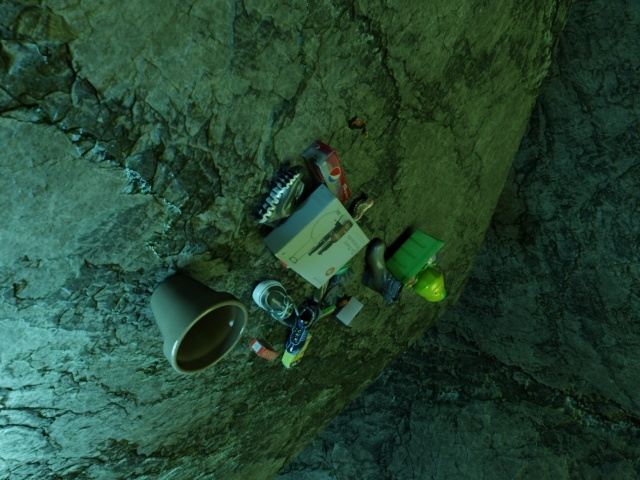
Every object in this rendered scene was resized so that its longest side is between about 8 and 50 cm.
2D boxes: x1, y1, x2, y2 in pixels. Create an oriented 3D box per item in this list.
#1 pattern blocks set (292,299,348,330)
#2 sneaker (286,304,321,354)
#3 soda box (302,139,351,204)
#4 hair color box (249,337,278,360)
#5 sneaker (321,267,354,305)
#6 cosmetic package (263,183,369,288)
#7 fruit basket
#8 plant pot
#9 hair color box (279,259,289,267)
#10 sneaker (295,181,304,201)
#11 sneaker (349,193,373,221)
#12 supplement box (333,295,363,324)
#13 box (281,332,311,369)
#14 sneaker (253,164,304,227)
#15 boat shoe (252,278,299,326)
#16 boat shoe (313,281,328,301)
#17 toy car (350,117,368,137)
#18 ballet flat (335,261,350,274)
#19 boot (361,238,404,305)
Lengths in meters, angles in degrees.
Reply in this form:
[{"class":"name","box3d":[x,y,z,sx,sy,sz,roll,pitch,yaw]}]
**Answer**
[{"class":"pattern blocks set","box3d":[-0.005,0.346,2.061,0.285,0.026,0.325,-27,169,-14]},{"class":"sneaker","box3d":[-0.084,0.366,1.842,0.232,0.081,0.090,-61,153,0]},{"class":"soda box","box3d":[0.028,-0.228,1.588,0.083,0.092,0.263,-46,149,-11]},{"class":"hair color box","box3d":[-0.247,0.476,1.948,0.043,0.072,0.141,-49,150,-7]},{"class":"sneaker","box3d":[0.076,0.217,2.101,0.080,0.081,0.211,43,79,-21]},{"class":"cosmetic package","box3d":[0.000,0.000,1.645,0.284,0.097,0.377,-42,147,3]},{"class":"fruit basket","box3d":[0.557,0.182,2.454,0.392,0.392,0.283,-44,167,-15]},{"class":"plant pot","box3d":[-0.386,0.226,1.343,0.263,0.229,0.263,-34,144,-30]},{"class":"hair color box","box3d":[-0.085,0.022,1.728,0.093,0.053,0.167,-4,123,-51]},{"class":"sneaker","box3d":[-0.096,-0.145,1.542,0.059,0.053,0.144,-2,123,-56]},{"class":"sneaker","box3d":[0.154,-0.140,1.908,0.158,0.061,0.065,-47,122,-13]},{"class":"supplement box","box3d":[0.135,0.350,2.249,0.130,0.073,0.239,-50,177,-8]},{"class":"box","box3d":[-0.118,0.523,2.154,0.087,0.058,0.232,-19,144,-40]},{"class":"sneaker","box3d":[-0.114,-0.139,1.474,0.106,0.078,0.234,32,98,-36]},{"class":"boat shoe","box3d":[-0.155,0.258,1.804,0.121,0.119,0.335,-49,150,-7]},{"class":"boat shoe","box3d":[0.005,0.223,2.065,0.043,0.049,0.137,-16,129,-49]},{"class":"toy car","box3d":[0.140,-0.412,1.631,0.122,0.060,0.041,42,41,-76]},{"class":"ballet flat","box3d":[0.035,0.131,1.982,0.247,0.083,0.087,-6,140,-49]},{"class":"boot","box3d":[0.340,0.165,2.290,0.118,0.222,0.338,-33,144,-30]}]
